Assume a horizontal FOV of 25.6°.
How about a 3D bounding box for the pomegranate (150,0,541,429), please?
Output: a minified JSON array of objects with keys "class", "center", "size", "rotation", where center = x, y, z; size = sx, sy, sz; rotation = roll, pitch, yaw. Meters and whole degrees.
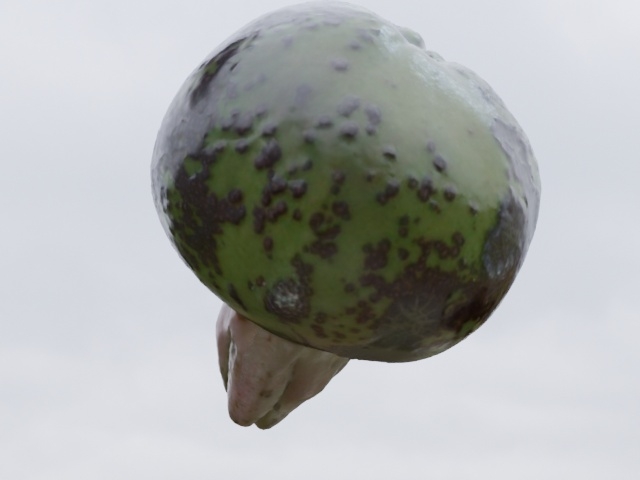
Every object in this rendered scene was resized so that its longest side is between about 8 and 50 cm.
[{"class":"pomegranate","center":[0.006,-0.009,0.510],"size":[0.138,0.125,0.163],"rotation":[30,-32,13]}]
